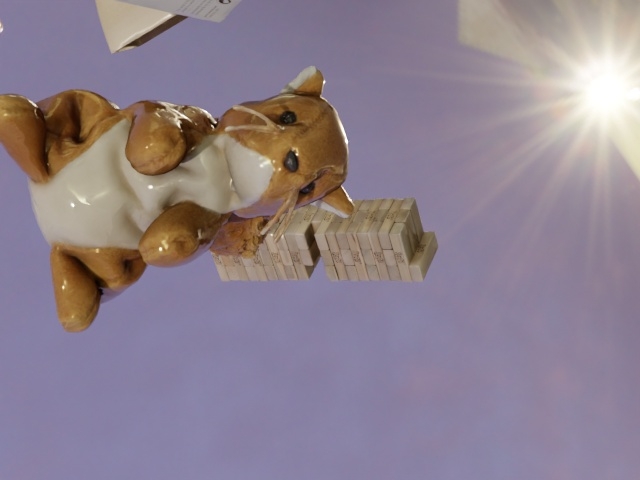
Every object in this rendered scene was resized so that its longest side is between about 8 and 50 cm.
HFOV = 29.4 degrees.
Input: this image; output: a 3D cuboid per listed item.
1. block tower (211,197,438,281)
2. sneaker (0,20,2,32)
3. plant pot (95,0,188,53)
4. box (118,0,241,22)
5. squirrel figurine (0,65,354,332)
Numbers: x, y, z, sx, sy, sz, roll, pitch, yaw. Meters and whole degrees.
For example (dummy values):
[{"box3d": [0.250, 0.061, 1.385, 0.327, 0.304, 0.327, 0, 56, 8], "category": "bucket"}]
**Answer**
[{"box3d": [0.000, 0.000, 1.828, 0.091, 0.335, 0.097, -61, -37, -46], "category": "block tower"}, {"box3d": [-0.576, -0.306, 1.722, 0.103, 0.252, 0.111, 17, 117, 58], "category": "sneaker"}, {"box3d": [-0.247, -0.327, 1.665, 0.096, 0.109, 0.109, 62, -162, -7], "category": "plant pot"}, {"box3d": [-0.152, -0.327, 1.282, 0.182, 0.181, 0.119, 8, -102, -24], "category": "box"}, {"box3d": [-0.148, -0.088, 1.496, 0.397, 0.370, 0.281, -55, -52, -85], "category": "squirrel figurine"}]
